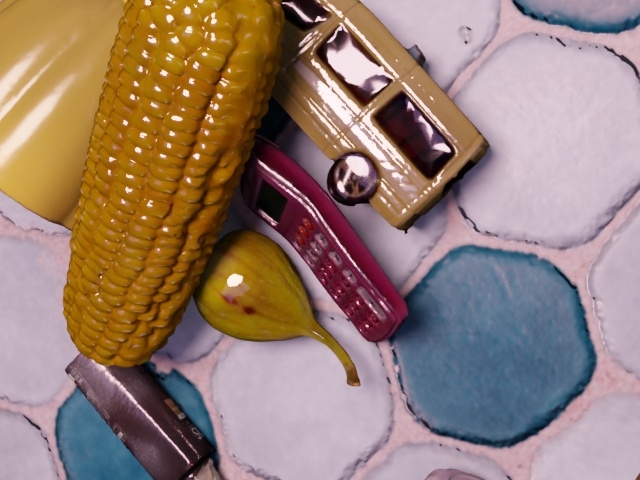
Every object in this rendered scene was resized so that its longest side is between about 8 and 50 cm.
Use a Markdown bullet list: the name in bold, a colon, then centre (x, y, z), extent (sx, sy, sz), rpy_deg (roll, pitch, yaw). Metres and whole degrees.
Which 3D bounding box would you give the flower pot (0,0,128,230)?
- **flower pot**: centre (-0.207, -0.131, 0.854), extent (0.195, 0.195, 0.179), rpy_deg (42, 95, 10)

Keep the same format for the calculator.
- **calculator**: centre (0.000, 0.000, 0.834), extent (0.034, 0.126, 0.190), rpy_deg (-39, 85, -16)

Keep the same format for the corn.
- **corn**: centre (-0.116, -0.053, 0.770), extent (0.120, 0.120, 0.363), rpy_deg (28, 122, 13)

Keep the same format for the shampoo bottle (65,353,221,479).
- **shampoo bottle**: centre (-0.146, 0.179, 0.928), extent (0.063, 0.057, 0.208), rpy_deg (-45, 81, 17)

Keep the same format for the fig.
- **fig**: centre (-0.039, 0.069, 0.869), extent (0.093, 0.093, 0.166), rpy_deg (-40, 90, 18)

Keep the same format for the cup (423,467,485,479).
- **cup**: centre (0.110, 0.308, 0.829), extent (0.202, 0.221, 0.167), rpy_deg (-57, 44, 13)

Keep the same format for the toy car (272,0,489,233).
- **toy car**: centre (0.015, -0.129, 0.819), extent (0.124, 0.101, 0.257), rpy_deg (-42, 84, 10)

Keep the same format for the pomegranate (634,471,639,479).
- **pomegranate**: centre (0.356, 0.219, 0.641), extent (0.332, 0.332, 0.332), rpy_deg (2, 97, 18)
